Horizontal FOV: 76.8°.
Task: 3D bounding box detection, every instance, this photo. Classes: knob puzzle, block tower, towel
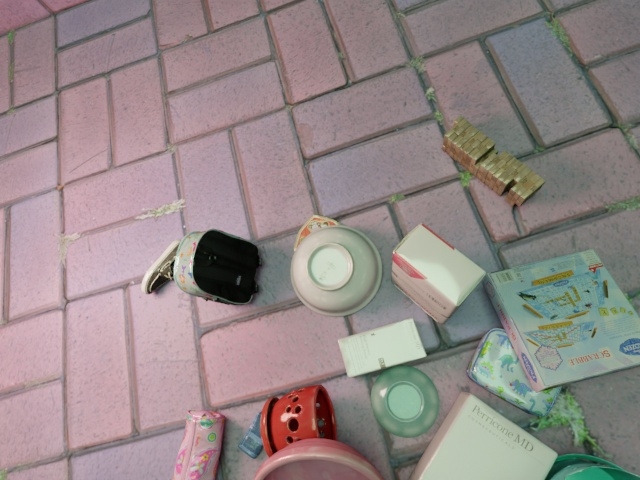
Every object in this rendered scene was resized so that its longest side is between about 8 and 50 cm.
[{"bbox_3d":[0.000,0.000,1.347,0.213,0.030,0.213,-4,72,11],"label":"knob puzzle"},{"bbox_3d":[0.533,-0.249,1.286,0.097,0.091,0.335,-40,68,-4],"label":"block tower"},{"bbox_3d":[-0.187,0.576,1.197,0.067,0.029,0.119,29,80,18],"label":"towel"}]

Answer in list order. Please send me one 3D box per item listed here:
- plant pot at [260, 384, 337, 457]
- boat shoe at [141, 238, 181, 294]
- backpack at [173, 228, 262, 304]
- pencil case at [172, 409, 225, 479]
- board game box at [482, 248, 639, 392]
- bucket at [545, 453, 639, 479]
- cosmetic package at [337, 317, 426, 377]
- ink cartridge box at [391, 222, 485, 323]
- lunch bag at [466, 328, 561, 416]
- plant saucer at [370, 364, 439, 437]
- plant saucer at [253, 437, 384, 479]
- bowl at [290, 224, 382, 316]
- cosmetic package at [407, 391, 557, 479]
[{"bbox_3d":[-0.062,0.510,1.108,0.174,0.191,0.191,-16,70,10],"label":"plant pot"},{"bbox_3d":[-0.531,0.099,1.398,0.070,0.078,0.219,29,78,20],"label":"boat shoe"},{"bbox_3d":[-0.336,0.081,1.273,0.191,0.253,0.225,-2,72,32],"label":"backpack"},{"bbox_3d":[-0.358,0.643,1.164,0.124,0.124,0.284,6,73,13],"label":"pencil case"},{"bbox_3d":[0.650,0.201,1.070,0.318,0.066,0.318,-12,58,-3],"label":"board game box"},{"bbox_3d":[0.614,0.627,0.893,0.281,0.183,0.281,-3,71,8],"label":"bucket"},{"bbox_3d":[0.179,0.314,1.179,0.231,0.085,0.117,-19,70,6],"label":"cosmetic package"},{"bbox_3d":[0.308,0.102,1.116,0.207,0.283,0.117,41,80,20],"label":"ink cartridge box"},{"bbox_3d":[0.528,0.349,1.091,0.219,0.090,0.176,26,80,18],"label":"lunch bag"},{"bbox_3d":[0.239,0.455,1.145,0.194,0.037,0.195,-3,71,10],"label":"plant saucer"},{"bbox_3d":[0.001,0.608,0.999,0.332,0.084,0.332,2,116,4],"label":"plant saucer"},{"bbox_3d":[0.037,0.084,1.235,0.297,0.134,0.298,-2,79,10],"label":"bowl"},{"bbox_3d":[0.344,0.637,0.998,0.230,0.161,0.453,32,80,19],"label":"cosmetic package"}]
